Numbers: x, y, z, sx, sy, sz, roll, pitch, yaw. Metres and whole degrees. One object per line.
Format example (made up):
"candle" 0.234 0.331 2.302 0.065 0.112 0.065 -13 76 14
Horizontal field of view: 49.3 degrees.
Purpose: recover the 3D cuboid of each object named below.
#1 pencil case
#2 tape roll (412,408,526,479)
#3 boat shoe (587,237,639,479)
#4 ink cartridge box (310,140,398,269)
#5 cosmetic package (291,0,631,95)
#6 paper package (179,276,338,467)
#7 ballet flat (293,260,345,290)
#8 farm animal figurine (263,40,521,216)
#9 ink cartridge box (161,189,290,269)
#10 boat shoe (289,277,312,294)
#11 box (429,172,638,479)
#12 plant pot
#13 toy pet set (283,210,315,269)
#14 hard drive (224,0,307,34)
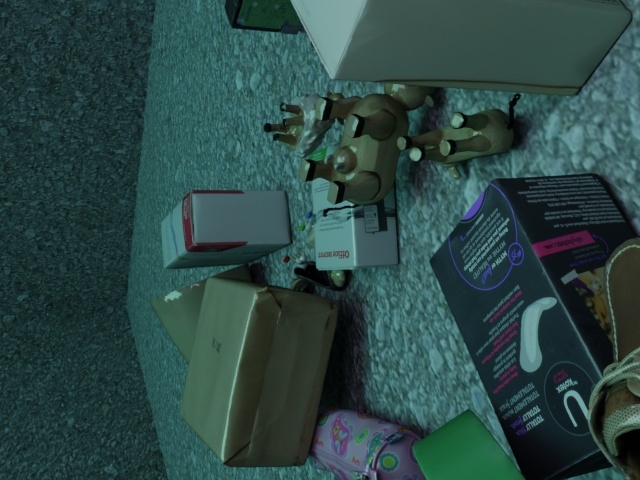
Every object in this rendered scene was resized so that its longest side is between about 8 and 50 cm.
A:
"pencil case" 0.069 0.351 1.153 0.284 0.124 0.124 173 94 -66
"tape roll" 0.210 0.323 0.687 0.321 0.077 0.321 57 180 -1
"boat shoe" 0.259 0.119 0.496 0.324 0.116 0.123 -91 15 -44
"ink cartridge box" 0.054 -0.055 1.177 0.153 0.087 0.208 176 92 -64
"cosmetic package" 0.140 -0.245 0.714 0.113 0.309 0.160 116 143 -45
"paper package" -0.127 0.233 1.309 0.325 0.168 0.309 3 80 66
"ballet flat" 0.001 0.069 1.346 0.173 0.049 0.057 177 89 -65
"farm animal figurine" 0.102 -0.167 0.971 0.330 0.172 0.326 56 133 28
"ink cartridge box" -0.230 -0.021 1.622 0.306 0.226 0.131 -22 73 63
"boat shoe" -0.045 0.156 1.447 0.049 0.056 0.152 -152 62 -67
"box" 0.249 0.084 0.711 0.165 0.143 0.270 118 140 -51
"plant pot" -0.249 0.229 1.707 0.256 0.256 0.274 -24 86 63
"toy pet set" 0.000 0.000 1.343 0.114 0.065 0.122 -21 39 61
"hard drive" 0.003 -0.469 1.069 0.339 0.237 0.064 117 142 -48
